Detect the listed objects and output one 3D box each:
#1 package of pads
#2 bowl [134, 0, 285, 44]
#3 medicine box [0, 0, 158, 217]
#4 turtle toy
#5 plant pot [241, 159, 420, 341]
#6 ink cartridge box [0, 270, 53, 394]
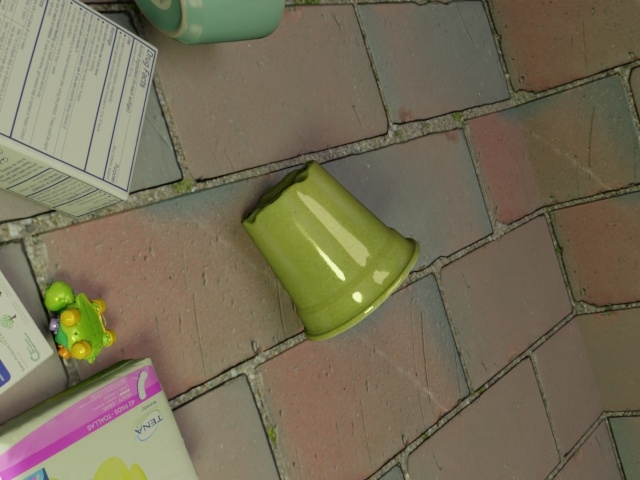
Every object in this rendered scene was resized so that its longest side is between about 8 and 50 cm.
[{"bbox_3d":[-0.324,0.325,1.133,0.296,0.101,0.229,-27,100,-48],"label":"package of pads"},{"bbox_3d":[-0.218,-0.456,1.357,0.163,0.311,0.311,-36,108,-27],"label":"bowl"},{"bbox_3d":[-0.406,-0.210,1.155,0.289,0.149,0.263,27,60,-42],"label":"medicine box"},{"bbox_3d":[-0.359,0.119,1.177,0.095,0.066,0.130,-23,95,-72],"label":"turtle toy"},{"bbox_3d":[0.000,0.000,1.493,0.254,0.276,0.276,50,46,-12],"label":"plant pot"},{"bbox_3d":[-0.508,0.171,0.999,0.333,0.065,0.165,-42,111,-47],"label":"ink cartridge box"}]
